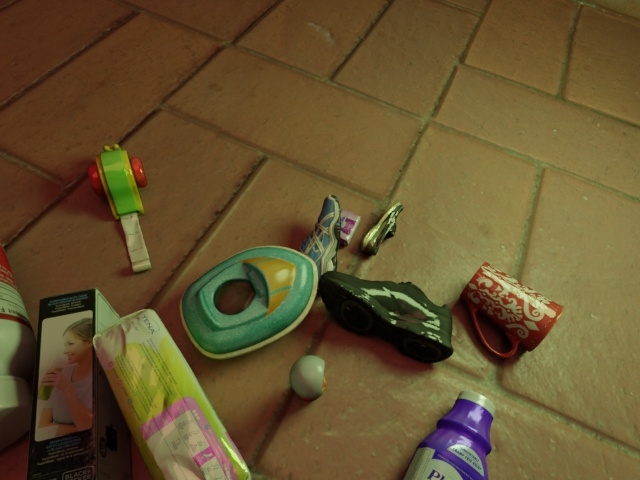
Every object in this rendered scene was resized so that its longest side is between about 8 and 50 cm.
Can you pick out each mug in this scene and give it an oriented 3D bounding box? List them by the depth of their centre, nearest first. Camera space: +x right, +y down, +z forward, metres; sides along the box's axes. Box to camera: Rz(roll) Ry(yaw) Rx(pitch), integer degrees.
[{"bbox_3d":[0.369,0.138,0.891,0.169,0.113,0.150,38,58,21],"label":"mug"}]

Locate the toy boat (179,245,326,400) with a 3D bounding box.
[{"bbox_3d":[-0.088,0.144,0.793,0.268,0.148,0.318,-31,67,-17],"label":"toy boat"}]

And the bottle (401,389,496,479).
[{"bbox_3d":[0.205,0.378,0.714,0.118,0.092,0.282,38,57,4],"label":"bottle"}]

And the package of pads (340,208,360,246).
[{"bbox_3d":[0.054,-0.029,1.006,0.050,0.032,0.083,22,56,11],"label":"package of pads"}]

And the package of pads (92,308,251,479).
[{"bbox_3d":[-0.212,0.268,0.655,0.101,0.229,0.296,-30,64,-24],"label":"package of pads"}]

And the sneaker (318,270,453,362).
[{"bbox_3d":[0.131,0.129,0.876,0.287,0.109,0.130,29,48,-3],"label":"sneaker"}]

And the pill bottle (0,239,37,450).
[{"bbox_3d":[-0.599,0.134,0.695,0.229,0.229,0.407,-26,63,-22],"label":"pill bottle"}]

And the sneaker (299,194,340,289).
[{"bbox_3d":[0.000,0.000,0.931,0.082,0.080,0.210,7,72,7],"label":"sneaker"}]

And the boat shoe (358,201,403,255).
[{"bbox_3d":[0.147,-0.024,1.006,0.049,0.056,0.152,38,69,11],"label":"boat shoe"}]

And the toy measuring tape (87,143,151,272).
[{"bbox_3d":[-0.418,-0.092,0.939,0.122,0.121,0.329,-16,60,-17],"label":"toy measuring tape"}]

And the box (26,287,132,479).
[{"bbox_3d":[-0.365,0.241,0.692,0.087,0.169,0.289,-10,60,-11],"label":"box"}]
